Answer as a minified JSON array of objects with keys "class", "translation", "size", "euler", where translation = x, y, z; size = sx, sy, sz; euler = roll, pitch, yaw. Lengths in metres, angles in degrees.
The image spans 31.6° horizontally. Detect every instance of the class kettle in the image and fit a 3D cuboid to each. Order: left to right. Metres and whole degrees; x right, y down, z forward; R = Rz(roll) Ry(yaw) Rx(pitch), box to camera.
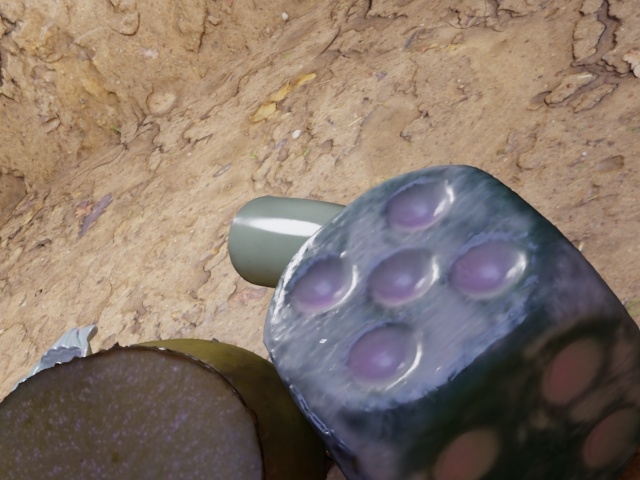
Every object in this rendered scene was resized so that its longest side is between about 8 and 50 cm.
[{"class":"kettle","translation":[0.000,0.000,1.956],"size":[0.240,0.165,0.255],"euler":[-20,15,-38]}]

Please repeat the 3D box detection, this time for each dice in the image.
[{"class":"dice","translation":[0.151,0.145,1.297],"size":[0.348,0.328,0.330],"euler":[-40,41,-4]}]

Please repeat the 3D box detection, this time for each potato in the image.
[{"class":"potato","translation":[-0.178,0.320,1.401],"size":[0.442,0.386,0.319],"euler":[-28,-13,22]}]

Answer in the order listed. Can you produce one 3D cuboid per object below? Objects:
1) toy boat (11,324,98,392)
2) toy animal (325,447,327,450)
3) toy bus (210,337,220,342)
[{"class":"toy boat","translation":[-0.492,0.284,2.110],"size":[0.199,0.100,0.290],"euler":[-16,34,32]},{"class":"toy animal","translation":[-0.002,0.273,1.605],"size":[0.312,0.097,0.157],"euler":[-41,16,-4]},{"class":"toy bus","translation":[-0.211,0.226,1.916],"size":[0.167,0.073,0.076],"euler":[-17,36,38]}]
